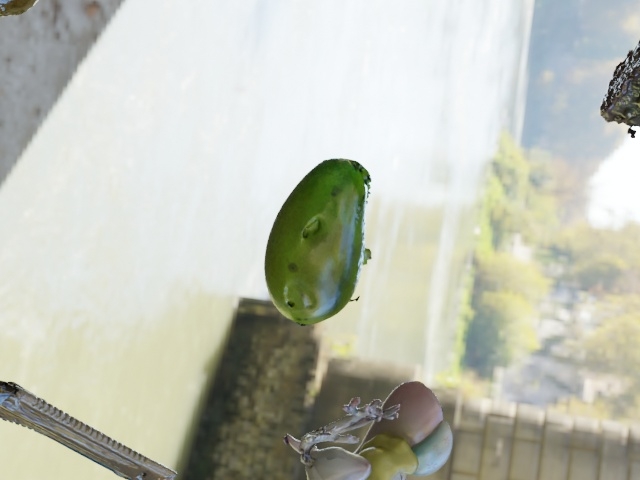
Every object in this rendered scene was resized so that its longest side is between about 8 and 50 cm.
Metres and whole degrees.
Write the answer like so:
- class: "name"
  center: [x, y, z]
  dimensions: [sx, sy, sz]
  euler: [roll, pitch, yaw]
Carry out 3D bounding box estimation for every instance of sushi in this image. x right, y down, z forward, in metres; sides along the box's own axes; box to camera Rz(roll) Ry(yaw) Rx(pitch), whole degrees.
- class: "sushi"
  center: [0.401, -0.163, 1.361]
  dimensions: [0.107, 0.161, 0.241]
  euler: [-60, 180, -21]

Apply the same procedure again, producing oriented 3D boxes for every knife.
- class: "knife"
  center: [-0.360, 0.282, 1.913]
  dimensions: [0.089, 0.365, 0.043]
  euler: [-29, -140, 41]

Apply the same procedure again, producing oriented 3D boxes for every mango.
- class: "mango"
  center: [-0.001, 0.000, 1.306]
  dimensions: [0.119, 0.100, 0.178]
  euler: [-50, 156, -63]

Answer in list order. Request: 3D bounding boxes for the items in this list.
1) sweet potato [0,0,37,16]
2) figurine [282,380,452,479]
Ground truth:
- class: "sweet potato"
  center: [-0.312, -0.284, 1.273]
  dimensions: [0.124, 0.098, 0.310]
  euler: [-58, -154, 0]
- class: "figurine"
  center: [0.080, 0.328, 2.042]
  dimensions: [0.315, 0.284, 0.206]
  euler: [-24, 89, -46]
